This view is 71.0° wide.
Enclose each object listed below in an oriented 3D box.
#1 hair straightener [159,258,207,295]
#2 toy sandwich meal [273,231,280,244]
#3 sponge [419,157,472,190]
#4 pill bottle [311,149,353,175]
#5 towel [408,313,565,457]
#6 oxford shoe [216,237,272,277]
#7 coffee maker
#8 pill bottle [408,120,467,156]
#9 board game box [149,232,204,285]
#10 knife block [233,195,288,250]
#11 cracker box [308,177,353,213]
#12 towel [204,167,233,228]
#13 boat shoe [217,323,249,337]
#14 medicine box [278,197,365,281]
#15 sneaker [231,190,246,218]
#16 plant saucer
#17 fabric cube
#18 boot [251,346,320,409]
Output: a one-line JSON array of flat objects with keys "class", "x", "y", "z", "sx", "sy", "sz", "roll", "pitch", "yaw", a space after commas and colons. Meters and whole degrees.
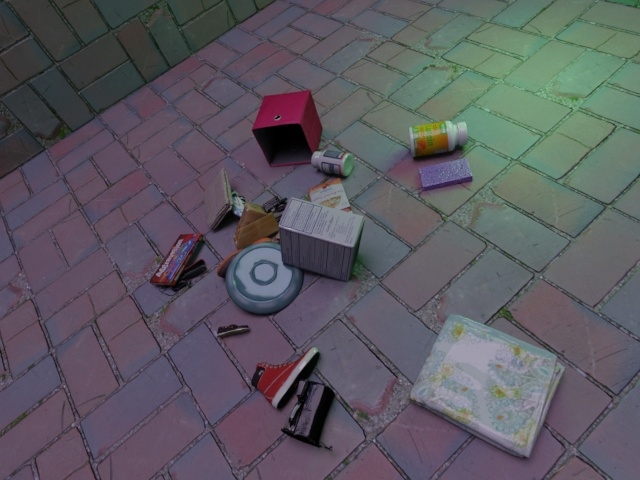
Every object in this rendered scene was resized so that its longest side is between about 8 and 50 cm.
[{"class": "hair straightener", "x": -0.601, "y": 0.172, "z": 1.964, "sx": 0.230, "sy": 0.047, "sz": 0.089, "roll": -29, "pitch": 50, "yaw": -4}, {"class": "toy sandwich meal", "x": -0.173, "y": -0.006, "z": 1.967, "sx": 0.086, "sy": 0.029, "sz": 0.085, "roll": -9, "pitch": 52, "yaw": 12}, {"class": "sponge", "x": 0.539, "y": -0.287, "z": 1.941, "sx": 0.210, "sy": 0.031, "sz": 0.117, "roll": -12, "pitch": 51, "yaw": 11}, {"class": "pill bottle", "x": 0.054, "y": -0.369, "z": 2.116, "sx": 0.180, "sy": 0.108, "sz": 0.108, "roll": 16, "pitch": 61, "yaw": 27}, {"class": "towel", "x": 0.505, "y": 0.429, "z": 1.375, "sx": 0.375, "sy": 0.090, "sz": 0.320, "roll": 21, "pitch": 62, "yaw": 30}, {"class": "oxford shoe", "x": -0.310, "y": 0.090, "z": 1.902, "sx": 0.271, "sy": 0.097, "sz": 0.098, "roll": -32, "pitch": 57, "yaw": -7}, {"class": "coffee maker", "x": -0.017, "y": 0.560, "z": 1.449, "sx": 0.171, "sy": 0.120, "sz": 0.178, "roll": 21, "pitch": 62, "yaw": 4}, {"class": "pill bottle", "x": 0.524, "y": -0.459, "z": 2.007, "sx": 0.246, "sy": 0.136, "sz": 0.136, "roll": -7, "pitch": 52, "yaw": 13}, {"class": "board game box", "x": -0.649, "y": 0.082, "z": 2.032, "sx": 0.145, "sy": 0.027, "sz": 0.281, "roll": -3, "pitch": 48, "yaw": 32}, {"class": "knife block", "x": -0.236, "y": -0.070, "z": 2.001, "sx": 0.275, "sy": 0.242, "sz": 0.088, "roll": -67, "pitch": 24, "yaw": 19}, {"class": "cracker box", "x": 0.047, "y": -0.157, "z": 1.984, "sx": 0.156, "sy": 0.067, "sz": 0.232, "roll": -20, "pitch": 51, "yaw": 4}, {"class": "towel", "x": -0.489, "y": -0.200, "z": 2.148, "sx": 0.187, "sy": 0.049, "sz": 0.282, "roll": -45, "pitch": 43, "yaw": 28}, {"class": "boat shoe", "x": -0.341, "y": 0.345, "z": 1.746, "sx": 0.133, "sy": 0.049, "sz": 0.042, "roll": -14, "pitch": 59, "yaw": 14}, {"class": "medicine box", "x": 0.000, "y": 0.000, "z": 1.712, "sx": 0.289, "sy": 0.263, "sz": 0.149, "roll": 16, "pitch": 58, "yaw": 9}, {"class": "sneaker", "x": -0.374, "y": -0.157, "z": 2.108, "sx": 0.086, "sy": 0.085, "sz": 0.237, "roll": -53, "pitch": 51, "yaw": 7}, {"class": "plant saucer", "x": -0.228, "y": 0.139, "z": 1.809, "sx": 0.318, "sy": 0.043, "sz": 0.317, "roll": 0, "pitch": 62, "yaw": -1}, {"class": "fabric cube", "x": -0.154, "y": -0.556, "z": 2.229, "sx": 0.254, "sy": 0.259, "sz": 0.258, "roll": -2, "pitch": 54, "yaw": 19}, {"class": "boot", "x": -0.129, "y": 0.443, "z": 1.581, "sx": 0.176, "sy": 0.088, "sz": 0.244, "roll": 32, "pitch": 72, "yaw": 36}]
